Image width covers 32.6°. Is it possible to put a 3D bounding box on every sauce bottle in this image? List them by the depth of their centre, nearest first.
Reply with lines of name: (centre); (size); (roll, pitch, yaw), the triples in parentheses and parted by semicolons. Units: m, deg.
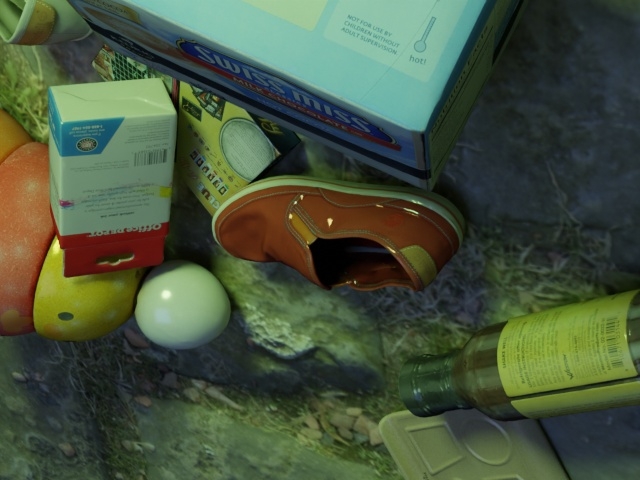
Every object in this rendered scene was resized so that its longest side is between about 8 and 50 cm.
sauce bottle: (0.225, 0.127, 1.125); (0.344, 0.111, 0.111); (-17, 106, 44)

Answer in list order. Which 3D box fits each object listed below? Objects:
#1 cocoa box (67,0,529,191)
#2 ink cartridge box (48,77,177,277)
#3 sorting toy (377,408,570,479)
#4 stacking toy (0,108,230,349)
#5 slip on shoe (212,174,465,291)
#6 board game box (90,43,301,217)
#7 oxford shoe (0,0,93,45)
cocoa box: (-0.016, -0.227, 0.904); (0.347, 0.231, 0.228); (26, 176, 10)
ink cartridge box: (-0.248, -0.071, 1.293); (0.078, 0.134, 0.231); (-120, 31, -43)
sorting toy: (0.192, 0.271, 1.306); (0.208, 0.038, 0.193); (-22, 102, 41)
stacking toy: (-0.343, 0.018, 1.434); (0.479, 0.351, 0.351); (19, 130, 8)
slip on shoe: (0.000, 0.000, 1.218); (0.331, 0.101, 0.123); (4, 140, 37)
board game box: (-0.152, -0.165, 1.292); (0.243, 0.042, 0.165); (52, 136, -1)
oxford shoe: (-0.434, -0.413, 1.301); (0.449, 0.130, 0.169); (51, 138, 2)
